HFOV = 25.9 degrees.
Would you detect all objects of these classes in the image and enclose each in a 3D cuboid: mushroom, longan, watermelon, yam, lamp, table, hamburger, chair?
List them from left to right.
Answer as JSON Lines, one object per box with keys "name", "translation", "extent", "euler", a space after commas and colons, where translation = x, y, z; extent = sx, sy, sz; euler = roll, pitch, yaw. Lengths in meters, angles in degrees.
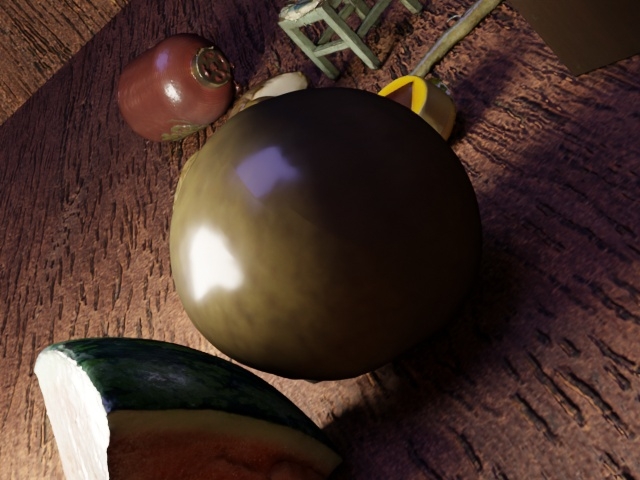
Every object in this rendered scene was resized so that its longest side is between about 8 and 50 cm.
{"name": "watermelon", "translation": [-0.149, 0.211, 1.345], "extent": [0.292, 0.283, 0.250], "euler": [-60, 26, 25]}
{"name": "lamp", "translation": [-0.252, -0.264, 2.447], "extent": [0.258, 0.180, 0.180], "euler": [-19, 33, 50]}
{"name": "mushroom", "translation": [-0.103, -0.188, 2.167], "extent": [0.209, 0.072, 0.094], "euler": [-52, 14, -16]}
{"name": "longan", "translation": [0.000, 0.000, 1.364], "extent": [0.319, 0.319, 0.319], "euler": [-37, 23, 19]}
{"name": "chair", "translation": [0.002, -0.381, 2.056], "extent": [0.147, 0.270, 0.136], "euler": [-53, 24, -22]}
{"name": "hamburger", "translation": [0.109, -0.141, 1.695], "extent": [0.126, 0.081, 0.141], "euler": [-39, 34, 21]}
{"name": "yam", "translation": [0.186, -0.285, 1.881], "extent": [0.234, 0.029, 0.027], "euler": [-45, 33, 2]}
{"name": "table", "translation": [0.319, -0.320, 1.520], "extent": [0.172, 0.169, 0.193], "euler": [-16, 36, 50]}

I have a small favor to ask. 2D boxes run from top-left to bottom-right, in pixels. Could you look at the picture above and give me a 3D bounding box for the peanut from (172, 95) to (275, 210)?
{"name": "peanut", "translation": [-0.123, -0.106, 2.003], "extent": [0.233, 0.110, 0.196], "euler": [-43, 17, 3]}
